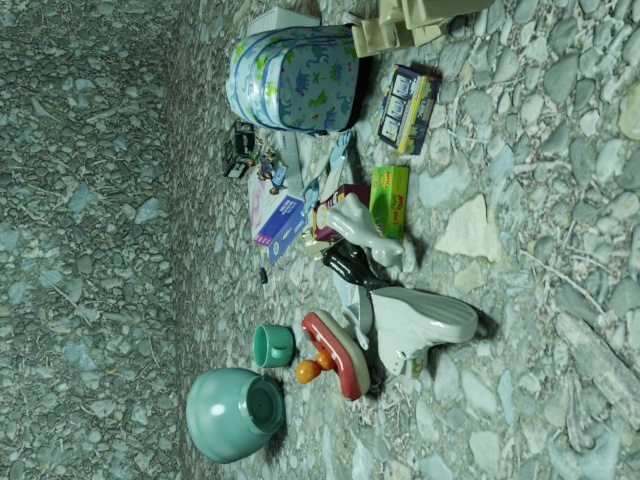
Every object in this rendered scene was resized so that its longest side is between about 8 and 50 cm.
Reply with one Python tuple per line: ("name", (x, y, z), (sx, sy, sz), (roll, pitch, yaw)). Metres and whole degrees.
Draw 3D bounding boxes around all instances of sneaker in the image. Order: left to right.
("sneaker", (0.206, 0.197, 1.280), (0.292, 0.108, 0.169), (14, 111, 64))

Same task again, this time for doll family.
("doll family", (-0.162, -0.220, 2.000), (0.111, 0.076, 0.193), (-62, 38, 28))

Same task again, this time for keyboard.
("keyboard", (0.106, -0.529, 1.682), (0.256, 0.014, 0.072), (-127, 47, -55))

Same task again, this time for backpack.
("backpack", (-0.052, -0.387, 1.590), (0.273, 0.355, 0.290), (48, 132, 52))

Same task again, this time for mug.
("mug", (-0.134, 0.329, 1.977), (0.157, 0.097, 0.129), (-117, 39, -47))

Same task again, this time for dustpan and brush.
("dustpan and brush", (0.089, 0.197, 1.555), (0.211, 0.060, 0.147), (-131, 50, -57))

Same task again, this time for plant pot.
("plant pot", (-0.234, 0.518, 1.999), (0.196, 0.293, 0.293), (-23, 63, 34))

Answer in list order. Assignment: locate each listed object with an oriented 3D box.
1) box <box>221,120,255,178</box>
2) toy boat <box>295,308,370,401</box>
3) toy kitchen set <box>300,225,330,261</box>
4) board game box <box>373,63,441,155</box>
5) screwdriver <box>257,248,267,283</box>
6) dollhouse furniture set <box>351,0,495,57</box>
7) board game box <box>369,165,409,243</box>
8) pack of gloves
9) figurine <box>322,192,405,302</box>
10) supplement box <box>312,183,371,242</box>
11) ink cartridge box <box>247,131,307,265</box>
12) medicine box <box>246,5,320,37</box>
("box", (-0.314, -0.342, 2.489), (0.180, 0.077, 0.147), (136, 132, -55))
("toy boat", (0.011, 0.285, 1.536), (0.231, 0.151, 0.151), (48, 164, 32))
("toy kitchen set", (0.000, 0.000, 1.825), (0.068, 0.075, 0.083), (-23, 99, 23))
("board game box", (0.187, -0.288, 1.431), (0.141, 0.048, 0.170), (47, 128, 55))
("screwdriver", (-0.207, 0.084, 2.263), (0.025, 0.024, 0.170), (77, 178, -50))
("dollhouse furniture set", (0.208, -0.591, 1.265), (0.362, 0.256, 0.394), (-162, 59, -75))
("board game box", (0.151, -0.076, 1.482), (0.092, 0.043, 0.181), (-169, 83, -65))
("pack of gloves", (0.004, -0.183, 1.707), (0.195, 0.046, 0.232), (-43, 25, 49))
("figurine", (0.105, 0.033, 1.445), (0.209, 0.092, 0.215), (44, 148, 32))
("supplement box", (0.053, -0.065, 1.648), (0.188, 0.081, 0.104), (151, 119, -61))
("ink cartridge box", (-0.150, -0.132, 2.117), (0.324, 0.071, 0.330), (132, 137, -53))
("medicine box", (-0.138, -0.555, 2.039), (0.289, 0.149, 0.263), (-163, 81, -66))
